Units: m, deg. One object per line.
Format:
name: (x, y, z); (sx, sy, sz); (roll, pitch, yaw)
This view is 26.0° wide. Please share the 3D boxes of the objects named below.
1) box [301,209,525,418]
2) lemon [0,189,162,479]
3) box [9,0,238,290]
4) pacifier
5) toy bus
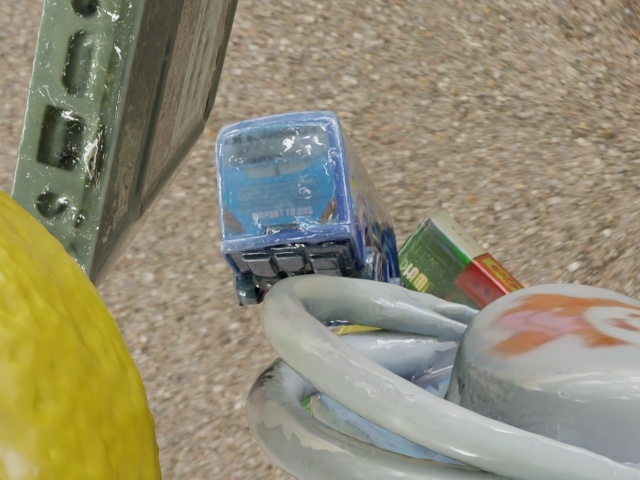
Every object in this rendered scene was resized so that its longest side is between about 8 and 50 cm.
box: (0.063, 0.107, 1.012); (0.132, 0.034, 0.235); (45, 118, 19)
lemon: (-0.188, 0.093, 0.470); (0.293, 0.293, 0.293); (1, 94, 18)
box: (-0.149, -0.193, 1.204); (0.111, 0.396, 0.396); (16, 116, 2)
pacifier: (0.083, 0.140, 0.520); (0.244, 0.299, 0.233); (8, 99, -7)
toy bus: (0.003, -0.002, 0.776); (0.079, 0.236, 0.094); (0, 79, 9)
